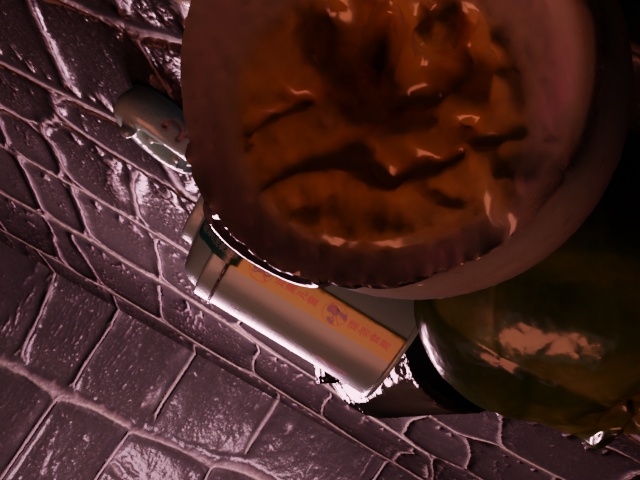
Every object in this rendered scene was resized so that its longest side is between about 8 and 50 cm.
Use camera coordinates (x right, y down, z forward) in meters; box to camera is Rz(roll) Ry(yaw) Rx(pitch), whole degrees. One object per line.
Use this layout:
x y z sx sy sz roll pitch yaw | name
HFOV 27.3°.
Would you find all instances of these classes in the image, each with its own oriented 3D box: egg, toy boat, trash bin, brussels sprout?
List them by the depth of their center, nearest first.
0.093 -0.123 1.129 0.354 0.355 0.340 26 -174 17 | egg
0.264 0.060 1.431 0.314 0.276 0.371 9 156 15 | brussels sprout
-0.236 -0.150 1.996 0.134 0.079 0.208 19 161 41 | toy boat
0.153 0.168 1.997 0.252 0.203 0.301 -5 175 -23 | trash bin

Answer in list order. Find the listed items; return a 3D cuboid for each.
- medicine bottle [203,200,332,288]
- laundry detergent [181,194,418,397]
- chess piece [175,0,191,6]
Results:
0.009 -0.099 1.395 0.165 0.273 0.165 29 161 11 | medicine bottle
0.000 0.000 1.657 0.305 0.287 0.287 31 163 -1 | laundry detergent
-0.071 -0.253 1.451 0.090 0.090 0.200 12 166 46 | chess piece
